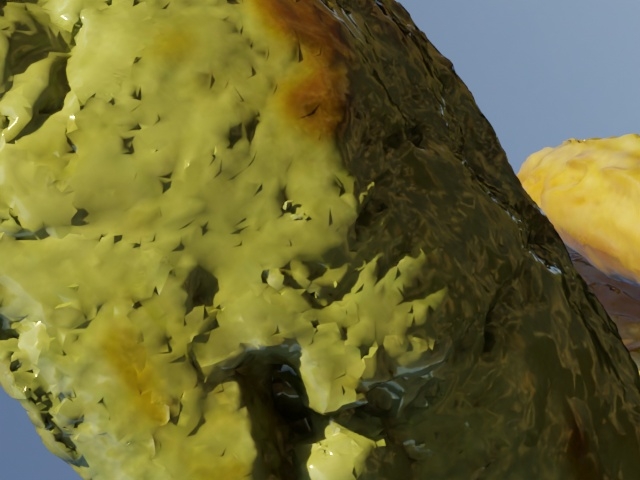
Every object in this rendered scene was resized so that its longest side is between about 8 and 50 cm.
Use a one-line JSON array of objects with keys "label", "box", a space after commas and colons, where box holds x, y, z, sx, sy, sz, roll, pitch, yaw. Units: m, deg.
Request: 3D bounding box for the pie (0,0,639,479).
[{"label": "pie", "box": [0.000, 0.000, 0.453, 0.248, 0.090, 0.201, 53, -149, -8]}]

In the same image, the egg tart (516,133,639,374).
[{"label": "egg tart", "box": [0.260, 0.058, 0.864, 0.388, 0.169, 0.388, 39, 171, 7]}]
